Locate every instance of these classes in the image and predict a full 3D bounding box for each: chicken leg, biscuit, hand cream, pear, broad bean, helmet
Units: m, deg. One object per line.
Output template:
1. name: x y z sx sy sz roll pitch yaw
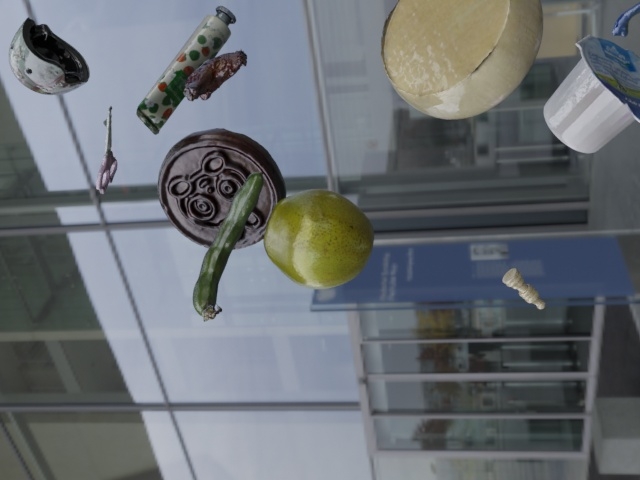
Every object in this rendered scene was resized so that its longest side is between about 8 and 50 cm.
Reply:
1. chicken leg: -0.186 -0.280 1.309 0.053 0.093 0.205 54 -134 -21
2. biscuit: -0.309 -0.144 2.355 0.091 0.407 0.408 -81 -15 -59
3. hand cream: -0.256 -0.331 1.463 0.276 0.059 0.095 -56 -22 -9
4. pear: 0.000 0.000 2.032 0.294 0.294 0.295 -2 -90 -80
5. broad bean: -0.168 0.019 1.364 0.144 0.049 0.292 -27 42 58
6. helmet: -0.571 -0.362 1.573 0.153 0.107 0.177 54 -169 9

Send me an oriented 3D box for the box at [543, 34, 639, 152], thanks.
1. box: 0.690 -0.323 1.872 0.206 0.262 0.291 127 145 -46

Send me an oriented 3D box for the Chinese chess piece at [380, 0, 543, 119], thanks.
1. Chinese chess piece: 0.207 -0.306 1.139 0.103 0.249 0.250 20 -117 -42

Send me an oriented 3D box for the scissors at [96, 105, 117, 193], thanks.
1. scissors: -0.491 -0.211 1.753 0.110 0.021 0.212 -77 -2 -57

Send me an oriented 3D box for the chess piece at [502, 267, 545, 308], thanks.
1. chess piece: 0.377 0.093 1.395 0.092 0.035 0.035 42 -155 -12

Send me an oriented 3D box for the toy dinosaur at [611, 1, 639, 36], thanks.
1. toy dinosaur: 0.613 -0.485 1.327 0.075 0.188 0.248 -89 -4 -66
